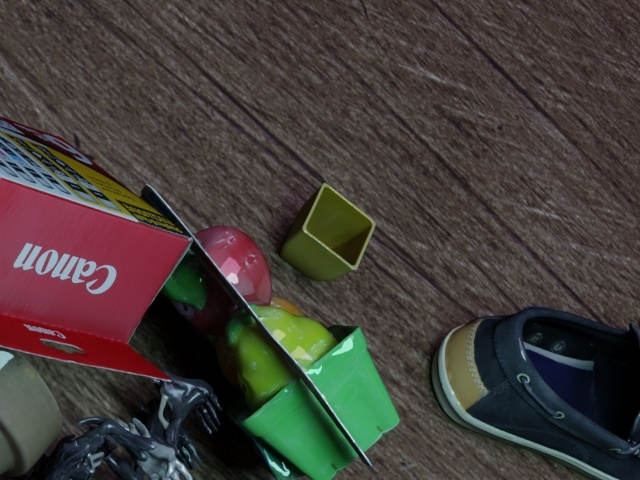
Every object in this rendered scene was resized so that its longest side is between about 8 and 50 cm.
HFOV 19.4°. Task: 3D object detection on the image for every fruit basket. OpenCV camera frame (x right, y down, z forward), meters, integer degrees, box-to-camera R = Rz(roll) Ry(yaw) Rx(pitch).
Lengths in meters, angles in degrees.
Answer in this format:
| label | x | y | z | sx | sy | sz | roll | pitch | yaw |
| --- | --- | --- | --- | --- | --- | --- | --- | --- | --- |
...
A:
| label | x | y | z | sx | sy | sz | roll | pitch | yaw |
| --- | --- | --- | --- | --- | --- | --- | --- | --- | --- |
| fruit basket | -0.084 | 0.094 | 1.956 | 0.165 | 0.327 | 0.353 | -45 | 94 | -6 |

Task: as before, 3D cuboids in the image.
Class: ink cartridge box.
| label | x | y | z | sx | sy | sz | roll | pitch | yaw |
| --- | --- | --- | --- | --- | --- | --- | --- | --- | --- |
| ink cartridge box | -0.268 | -0.009 | 1.677 | 0.272 | 0.130 | 0.309 | 36 | 8 | 28 |

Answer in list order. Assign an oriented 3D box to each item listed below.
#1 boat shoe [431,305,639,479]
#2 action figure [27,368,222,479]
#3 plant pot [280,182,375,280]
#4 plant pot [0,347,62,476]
| label | x | y | z | sx | sy | sz | roll | pitch | yaw |
| --- | --- | --- | --- | --- | --- | --- | --- | --- | --- |
| boat shoe | 0.371 | 0.196 | 2.322 | 0.500 | 0.156 | 0.187 | 19 | 54 | -31 |
| action figure | -0.199 | 0.235 | 1.847 | 0.141 | 0.164 | 0.275 | 45 | 38 | 9 |
| plant pot | 0.000 | 0.000 | 2.187 | 0.081 | 0.083 | 0.081 | 37 | 48 | -15 |
| plant pot | -0.401 | 0.173 | 1.685 | 0.263 | 0.263 | 0.229 | 44 | 63 | -10 |
